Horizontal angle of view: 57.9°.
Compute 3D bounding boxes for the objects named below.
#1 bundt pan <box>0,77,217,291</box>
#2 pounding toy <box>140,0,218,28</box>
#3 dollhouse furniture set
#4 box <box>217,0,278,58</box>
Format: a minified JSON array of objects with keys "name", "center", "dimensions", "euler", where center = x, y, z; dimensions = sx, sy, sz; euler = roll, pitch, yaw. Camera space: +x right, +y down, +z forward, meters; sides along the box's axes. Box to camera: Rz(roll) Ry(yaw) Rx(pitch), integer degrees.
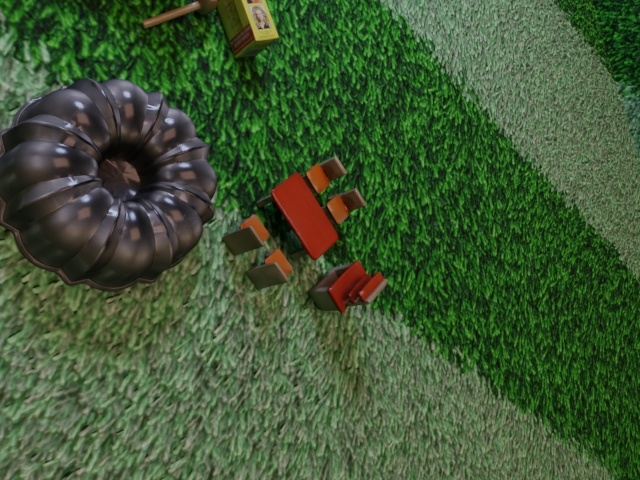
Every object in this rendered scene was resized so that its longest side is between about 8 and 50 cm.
[{"name":"bundt pan","center":[-0.295,-0.095,0.856],"dimensions":[0.331,0.124,0.330],"euler":[11,72,-37]},{"name":"pounding toy","center":[-0.268,-0.451,0.939],"dimensions":[0.270,0.154,0.154],"euler":[10,73,-37]},{"name":"dollhouse furniture set","center":[0.000,0.000,1.065],"dimensions":[0.262,0.135,0.259],"euler":[-43,107,-37]},{"name":"box","center":[-0.159,-0.468,1.080],"dimensions":[0.058,0.087,0.232],"euler":[-24,96,-38]}]
